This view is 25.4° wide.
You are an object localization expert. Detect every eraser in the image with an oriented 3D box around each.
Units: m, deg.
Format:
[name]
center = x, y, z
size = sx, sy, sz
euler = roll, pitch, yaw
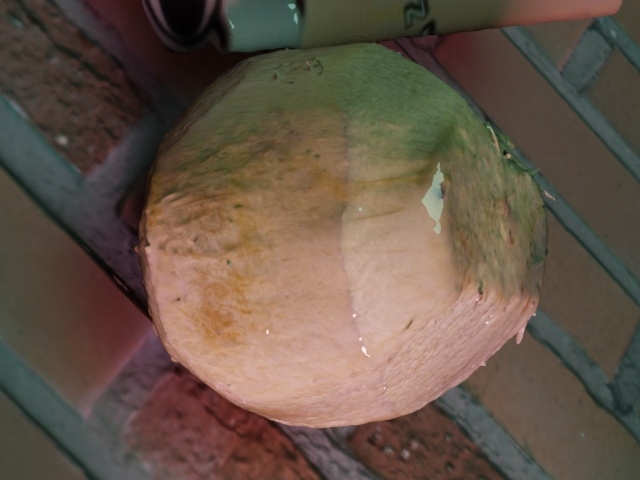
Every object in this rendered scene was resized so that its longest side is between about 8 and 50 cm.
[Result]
[eraser]
center = 0.020, -0.171, 0.785
size = 0.290, 0.087, 0.171
euler = -13, 37, -40

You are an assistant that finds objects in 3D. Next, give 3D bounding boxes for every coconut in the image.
[coconut]
center = -0.002, 0.000, 0.670
size = 0.194, 0.194, 0.194
euler = 16, 60, -30
